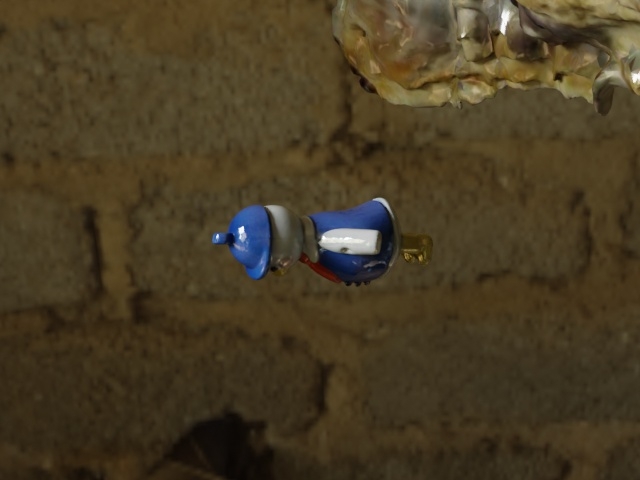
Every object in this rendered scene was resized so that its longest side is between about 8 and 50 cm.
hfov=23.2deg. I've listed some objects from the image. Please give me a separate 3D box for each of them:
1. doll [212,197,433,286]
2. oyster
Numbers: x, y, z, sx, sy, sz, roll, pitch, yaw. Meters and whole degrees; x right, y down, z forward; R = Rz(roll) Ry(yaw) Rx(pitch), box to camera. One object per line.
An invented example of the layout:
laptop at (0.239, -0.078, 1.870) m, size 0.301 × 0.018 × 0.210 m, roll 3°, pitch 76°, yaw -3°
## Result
doll at (0.000, 0.000, 0.986) m, size 0.143 × 0.057 × 0.099 m, roll 2°, pitch 0°, yaw -24°
oyster at (0.062, -0.152, 0.655) m, size 0.107 × 0.201 × 0.354 m, roll -7°, pitch 9°, yaw -30°
